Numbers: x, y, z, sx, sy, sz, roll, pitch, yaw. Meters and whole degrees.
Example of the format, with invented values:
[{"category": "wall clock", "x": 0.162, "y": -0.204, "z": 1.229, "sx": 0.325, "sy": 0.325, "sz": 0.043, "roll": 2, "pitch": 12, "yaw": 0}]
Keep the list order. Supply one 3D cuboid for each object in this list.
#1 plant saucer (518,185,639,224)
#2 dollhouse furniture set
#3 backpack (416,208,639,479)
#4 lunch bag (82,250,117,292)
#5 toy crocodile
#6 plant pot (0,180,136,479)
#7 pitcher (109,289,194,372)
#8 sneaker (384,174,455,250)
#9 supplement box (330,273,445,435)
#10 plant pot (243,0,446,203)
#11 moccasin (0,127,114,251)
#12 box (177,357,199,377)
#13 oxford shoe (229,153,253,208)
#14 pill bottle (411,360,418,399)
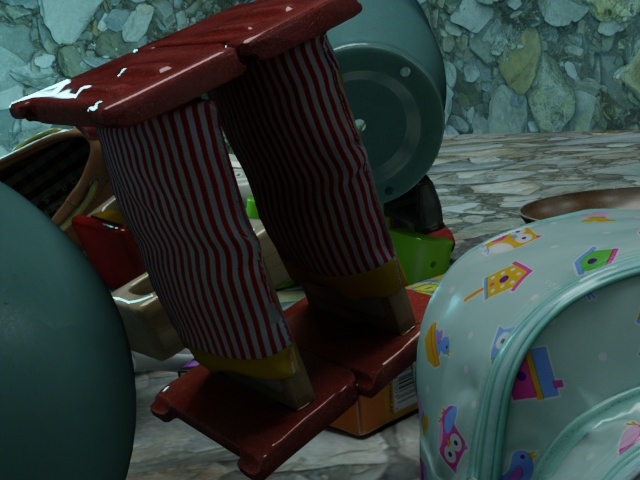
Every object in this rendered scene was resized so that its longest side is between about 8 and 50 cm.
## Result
[{"category": "plant saucer", "x": 0.424, "y": -0.029, "z": 1.246, "sx": 0.310, "sy": 0.050, "sz": 0.310, "roll": -7, "pitch": 9, "yaw": 1}, {"category": "dollhouse furniture set", "x": -0.108, "y": -0.022, "z": 0.589, "sx": 0.152, "sy": 0.201, "sz": 0.374, "roll": -32, "pitch": 23, "yaw": -28}, {"category": "backpack", "x": 0.123, "y": 0.085, "z": 0.365, "sx": 0.166, "sy": 0.188, "sz": 0.144, "roll": -7, "pitch": 10, "yaw": -11}, {"category": "lunch bag", "x": -0.297, "y": 0.030, "z": 0.976, "sx": 0.219, "sy": 0.176, "sz": 0.090, "roll": -2, "pitch": 10, "yaw": 18}, {"category": "toy crocodile", "x": 0.000, "y": 0.000, "z": 1.150, "sx": 0.340, "sy": 0.115, "sz": 0.105, "roll": 4, "pitch": 12, "yaw": 37}, {"category": "plant pot", "x": -0.226, "y": 0.076, "z": 0.403, "sx": 0.293, "sy": 0.293, "sz": 0.235, "roll": 1, "pitch": -2, "yaw": 35}, {"category": "pitcher", "x": -0.195, "y": 0.090, "z": 0.787, "sx": 0.177, "sy": 0.125, "sz": 0.207, "roll": 10, "pitch": 0, "yaw": 5}, {"category": "sneaker", "x": 0.047, "y": -0.035, "z": 1.262, "sx": 0.276, "sy": 0.135, "sz": 0.097, "roll": -1, "pitch": 13, "yaw": 32}, {"category": "supplement box", "x": 0.082, "y": 0.079, "z": 0.751, "sx": 0.078, "sy": 0.080, "sz": 0.233, "roll": 7, "pitch": 14, "yaw": 44}, {"category": "plant pot", "x": 0.025, "y": -0.166, "z": 1.075, "sx": 0.271, "sy": 0.272, "sz": 0.255, "roll": -7, "pitch": 27, "yaw": -3}, {"category": "moccasin", "x": -0.336, "y": 0.025, "z": 0.834, "sx": 0.380, "sy": 0.139, "sz": 0.147, "roll": -28, "pitch": -14, "yaw": 5}, {"category": "box", "x": -0.043, "y": 0.102, "z": 0.836, "sx": 0.116, "sy": 0.029, "sz": 0.162, "roll": -3, "pitch": 9, "yaw": 15}, {"category": "oxford shoe", "x": -0.047, "y": -0.046, "z": 1.447, "sx": 0.449, "sy": 0.130, "sz": 0.169, "roll": 6, "pitch": -31, "yaw": 19}, {"category": "pill bottle", "x": 0.118, "y": 0.086, "z": 0.559, "sx": 0.122, "sy": 0.123, "sz": 0.219, "roll": -6, "pitch": 10, "yaw": 1}]
